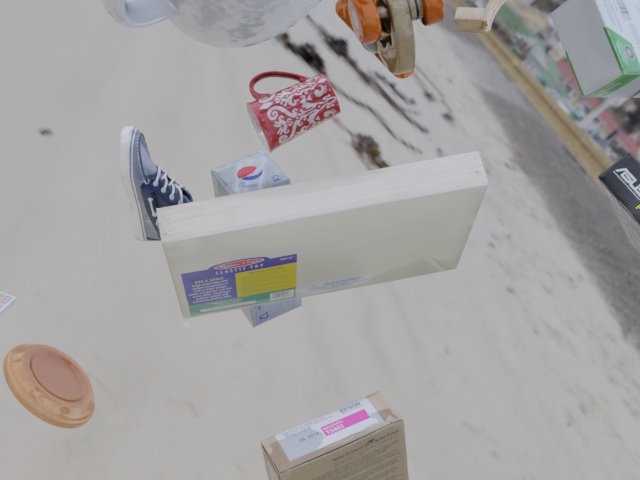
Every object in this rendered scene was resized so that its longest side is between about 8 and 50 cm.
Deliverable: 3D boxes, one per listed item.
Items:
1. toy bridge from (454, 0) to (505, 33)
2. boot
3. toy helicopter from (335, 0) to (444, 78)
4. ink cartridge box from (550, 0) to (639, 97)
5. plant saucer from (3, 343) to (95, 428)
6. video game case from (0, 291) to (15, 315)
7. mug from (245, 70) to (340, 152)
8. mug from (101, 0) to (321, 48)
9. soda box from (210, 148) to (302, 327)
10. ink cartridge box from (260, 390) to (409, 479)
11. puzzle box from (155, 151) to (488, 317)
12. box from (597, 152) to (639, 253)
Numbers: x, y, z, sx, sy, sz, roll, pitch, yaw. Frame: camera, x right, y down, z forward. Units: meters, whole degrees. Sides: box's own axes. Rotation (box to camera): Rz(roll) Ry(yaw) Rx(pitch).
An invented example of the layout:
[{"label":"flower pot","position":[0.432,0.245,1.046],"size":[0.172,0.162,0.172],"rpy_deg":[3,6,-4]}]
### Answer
[{"label":"toy bridge","position":[0.184,-0.290,1.014],"size":[0.026,0.063,0.188],"rpy_deg":[51,49,-61]},{"label":"boot","position":[-0.224,-0.078,1.391],"size":[0.069,0.086,0.190],"rpy_deg":[-83,173,-47]},{"label":"toy helicopter","position":[0.089,-0.433,1.730],"size":[0.235,0.140,0.355],"rpy_deg":[82,-11,-61]},{"label":"ink cartridge box","position":[0.478,-0.307,1.570],"size":[0.208,0.087,0.153],"rpy_deg":[-6,72,-40]},{"label":"plant saucer","position":[-0.506,0.267,1.893],"size":[0.200,0.037,0.200],"rpy_deg":[40,18,-15]},{"label":"video game case","position":[-0.547,0.094,1.542],"size":[0.122,0.011,0.087],"rpy_deg":[19,34,9]},{"label":"mug","position":[-0.060,-0.280,2.036],"size":[0.150,0.169,0.113],"rpy_deg":[66,-7,-18]},{"label":"mug","position":[-0.120,-0.386,1.244],"size":[0.374,0.328,0.276],"rpy_deg":[-37,82,-35]},{"label":"soda box","position":[-0.099,0.001,1.603],"size":[0.091,0.098,0.286],"rpy_deg":[49,-25,41]},{"label":"ink cartridge box","position":[0.029,0.388,1.712],"size":[0.088,0.234,0.193],"rpy_deg":[-130,-154,-50]},{"label":"puzzle box","position":[0.000,0.000,1.322],"size":[0.272,0.408,0.052],"rpy_deg":[95,-17,-66]},{"label":"box","position":[0.520,0.013,1.472],"size":[0.216,0.060,0.270],"rpy_deg":[57,10,33]}]
